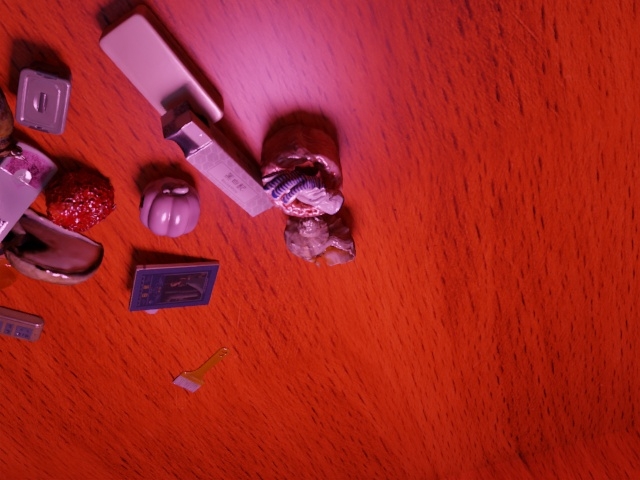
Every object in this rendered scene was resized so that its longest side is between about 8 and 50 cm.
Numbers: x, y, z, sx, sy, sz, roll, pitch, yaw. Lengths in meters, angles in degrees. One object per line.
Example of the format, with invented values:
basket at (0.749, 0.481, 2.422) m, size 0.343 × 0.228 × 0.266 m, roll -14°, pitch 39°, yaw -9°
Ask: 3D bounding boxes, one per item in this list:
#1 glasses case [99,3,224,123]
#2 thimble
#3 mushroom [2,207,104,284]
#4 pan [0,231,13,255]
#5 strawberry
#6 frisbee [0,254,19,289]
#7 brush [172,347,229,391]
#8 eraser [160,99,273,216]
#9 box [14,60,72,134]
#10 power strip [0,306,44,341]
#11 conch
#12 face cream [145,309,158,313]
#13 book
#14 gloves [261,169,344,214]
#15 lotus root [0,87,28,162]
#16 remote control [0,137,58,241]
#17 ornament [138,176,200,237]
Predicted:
glasses case at (-0.397, -0.422, 1.625) m, size 0.144 × 0.076 × 0.336 m, roll -28°, pitch 126°, yaw 15°
thimble at (-0.054, -0.198, 1.793) m, size 0.239 × 0.162 × 0.239 m, roll -1°, pitch 130°, yaw -2°
mushroom at (-0.822, 0.055, 1.869) m, size 0.212 × 0.217 × 0.292 m, roll -31°, pitch 126°, yaw 23°
pan at (-0.975, -0.037, 1.882) m, size 0.115 × 0.040 × 0.212 m, roll -7°, pitch 127°, yaw -25°
strawberry at (-0.685, -0.104, 1.777) m, size 0.187 × 0.201 × 0.184 m, roll 26°, pitch 105°, yaw -2°
frisbee at (-1.046, 0.091, 1.988) m, size 0.192 × 0.035 × 0.192 m, roll -3°, pitch 129°, yaw -3°
brush at (-0.433, 0.478, 2.380) m, size 0.103 × 0.013 × 0.272 m, roll 35°, pitch 117°, yaw -29°
eraser at (-0.266, -0.212, 1.729) m, size 0.096 × 0.098 × 0.404 m, roll -29°, pitch 142°, yaw 13°
box at (-0.699, -0.370, 1.622) m, size 0.124 × 0.093 × 0.172 m, roll 15°, pitch 126°, yaw -18°
power strip at (-1.114, 0.249, 2.088) m, size 0.387 × 0.066 × 0.092 m, roll 19°, pitch 122°, yaw -20°
conch at (-0.002, -0.016, 1.950) m, size 0.210 × 0.159 × 0.291 m, roll -6°, pitch 166°, yaw 5°
face cream at (-0.533, 0.166, 2.094) m, size 0.072 × 0.051 × 0.182 m, roll 15°, pitch 124°, yaw -26°
book at (-0.471, 0.148, 2.050) m, size 0.269 × 0.025 × 0.191 m, roll -2°, pitch 131°, yaw -30°
gloves at (-0.047, -0.132, 1.684) m, size 0.229 × 0.119 × 0.097 m, roll 11°, pitch 84°, yaw -22°
lotus root at (-0.842, -0.303, 1.587) m, size 0.154 × 0.154 × 0.278 m, roll -23°, pitch 103°, yaw 12°
remote control at (-0.869, -0.109, 1.721) m, size 0.344 × 0.050 × 0.145 m, roll -54°, pitch 139°, yaw -7°
ornament at (-0.429, -0.102, 1.818) m, size 0.177 × 0.177 × 0.177 m, roll -3°, pitch 129°, yaw -4°
